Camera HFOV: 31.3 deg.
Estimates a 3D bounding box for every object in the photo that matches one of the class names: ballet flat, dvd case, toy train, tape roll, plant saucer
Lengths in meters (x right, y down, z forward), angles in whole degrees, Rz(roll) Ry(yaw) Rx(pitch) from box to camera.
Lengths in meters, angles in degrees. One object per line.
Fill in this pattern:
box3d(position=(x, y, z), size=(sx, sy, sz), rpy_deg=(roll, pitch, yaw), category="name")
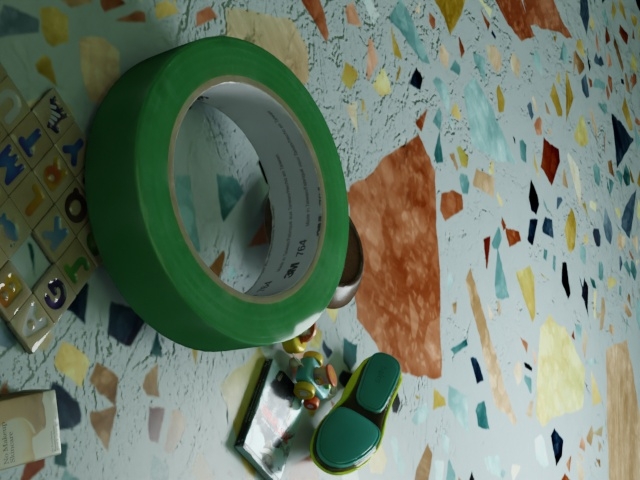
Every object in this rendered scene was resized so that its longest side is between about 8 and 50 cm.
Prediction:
box3d(position=(0.042, 0.230, 1.421), size=(0.231, 0.077, 0.077), rpy_deg=(-53, 172, -52), category="ballet flat")
box3d(position=(-0.055, 0.209, 1.320), size=(0.087, 0.013, 0.119), rpy_deg=(55, 42, -38), category="dvd case")
box3d(position=(-0.001, 0.118, 1.379), size=(0.125, 0.046, 0.166), rpy_deg=(-18, 95, -62), category="toy train")
box3d(position=(-0.096, -0.047, 1.189), size=(0.321, 0.077, 0.321), rpy_deg=(18, 67, -49), category="tape roll")
box3d(position=(0.000, 0.000, 1.387), size=(0.168, 0.029, 0.168), rpy_deg=(32, 43, -36), category="plant saucer")

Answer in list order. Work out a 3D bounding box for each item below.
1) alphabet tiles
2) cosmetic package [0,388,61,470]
box3d(position=(-0.270, -0.051, 1.026), size=(0.237, 0.009, 0.198), rpy_deg=(63, 37, -31), category="alphabet tiles")
box3d(position=(-0.272, 0.160, 0.950), size=(0.115, 0.041, 0.060), rpy_deg=(-7, 91, -59), category="cosmetic package")
